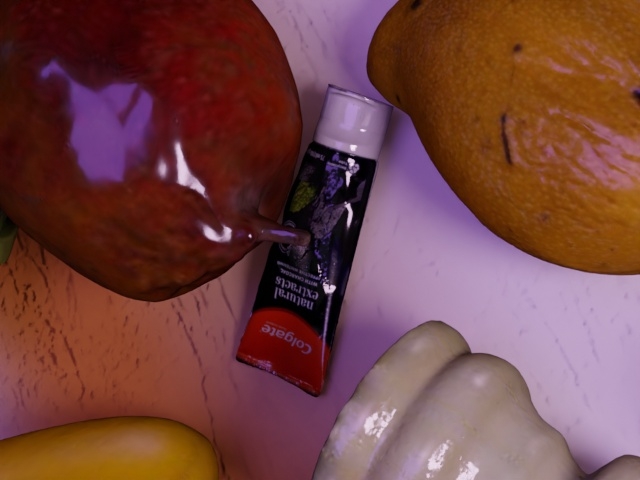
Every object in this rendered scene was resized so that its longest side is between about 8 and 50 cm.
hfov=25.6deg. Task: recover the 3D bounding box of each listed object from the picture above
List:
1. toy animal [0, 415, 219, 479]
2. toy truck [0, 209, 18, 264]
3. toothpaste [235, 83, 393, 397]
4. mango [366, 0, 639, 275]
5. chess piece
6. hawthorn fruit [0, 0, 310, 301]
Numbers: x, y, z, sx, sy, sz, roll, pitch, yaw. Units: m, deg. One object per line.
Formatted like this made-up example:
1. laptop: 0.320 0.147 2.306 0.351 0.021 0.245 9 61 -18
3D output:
1. toy animal: -0.144 0.256 0.853 0.345 0.277 0.247 3 111 41
2. toy truck: -0.292 -0.029 1.015 0.210 0.148 0.187 -125 51 -72
3. toothpaste: 0.000 0.000 0.901 0.071 0.045 0.193 23 99 32
4. mango: 0.124 -0.081 0.800 0.262 0.109 0.157 36 104 32
5. chess piece: 0.133 0.161 0.745 0.251 0.144 0.144 28 96 25
6. hawthorn fruit: -0.096 -0.064 0.870 0.248 0.208 0.208 43 104 37
